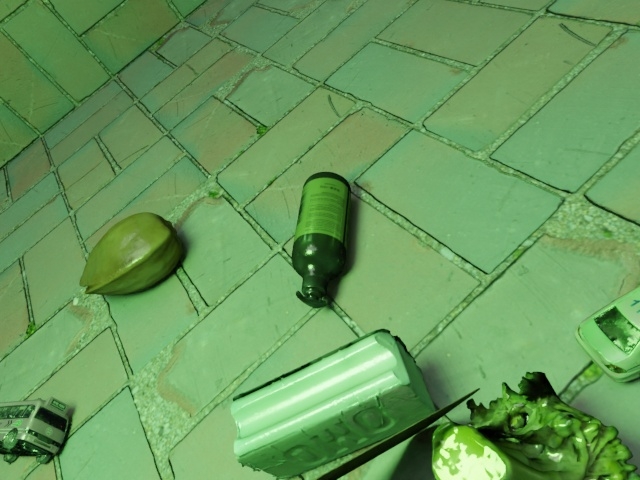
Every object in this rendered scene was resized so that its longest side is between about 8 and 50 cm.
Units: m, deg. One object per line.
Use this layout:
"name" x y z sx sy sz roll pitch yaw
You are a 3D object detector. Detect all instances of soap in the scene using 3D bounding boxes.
"soap" 0.017 0.237 0.699 0.261 0.150 0.094 -28 40 10

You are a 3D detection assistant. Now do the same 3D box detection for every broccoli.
"broccoli" 0.185 0.242 0.519 0.263 0.243 0.247 -7 55 37

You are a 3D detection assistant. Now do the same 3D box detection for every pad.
"pad" 0.060 0.247 0.582 0.266 0.176 0.002 -15 60 -30

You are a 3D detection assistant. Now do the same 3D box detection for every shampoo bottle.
"shampoo bottle" 0.000 0.000 0.949 0.101 0.101 0.284 -12 49 24

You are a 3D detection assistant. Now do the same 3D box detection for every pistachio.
"pistachio" -0.443 0.045 1.152 0.260 0.163 0.213 -36 10 4

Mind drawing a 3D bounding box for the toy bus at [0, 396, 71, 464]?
"toy bus" -0.603 0.381 1.014 0.198 0.096 0.108 -13 44 27

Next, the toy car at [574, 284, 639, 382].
"toy car" 0.433 0.084 0.619 0.224 0.076 0.090 -32 42 5
